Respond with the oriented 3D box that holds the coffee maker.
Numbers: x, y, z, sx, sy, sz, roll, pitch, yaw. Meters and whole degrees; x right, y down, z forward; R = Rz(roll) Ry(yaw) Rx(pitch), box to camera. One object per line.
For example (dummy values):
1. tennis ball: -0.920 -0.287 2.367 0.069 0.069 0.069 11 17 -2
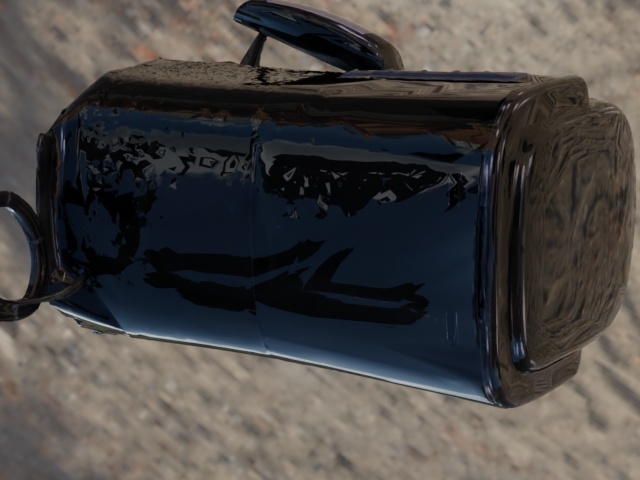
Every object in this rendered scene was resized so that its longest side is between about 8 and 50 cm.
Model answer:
1. coffee maker: 0.000 0.000 0.543 0.178 0.171 0.120 6 126 33
